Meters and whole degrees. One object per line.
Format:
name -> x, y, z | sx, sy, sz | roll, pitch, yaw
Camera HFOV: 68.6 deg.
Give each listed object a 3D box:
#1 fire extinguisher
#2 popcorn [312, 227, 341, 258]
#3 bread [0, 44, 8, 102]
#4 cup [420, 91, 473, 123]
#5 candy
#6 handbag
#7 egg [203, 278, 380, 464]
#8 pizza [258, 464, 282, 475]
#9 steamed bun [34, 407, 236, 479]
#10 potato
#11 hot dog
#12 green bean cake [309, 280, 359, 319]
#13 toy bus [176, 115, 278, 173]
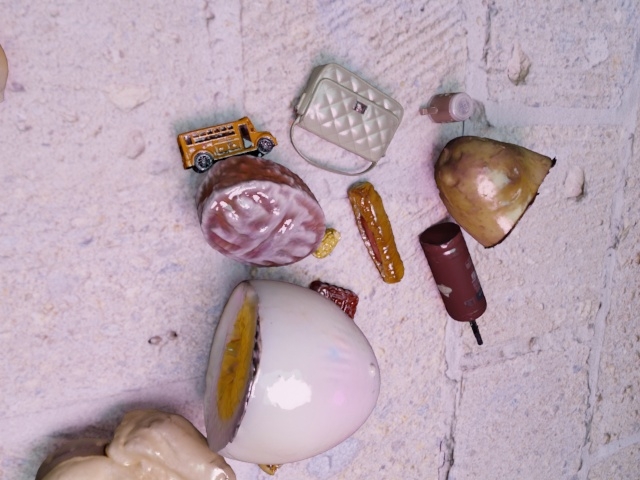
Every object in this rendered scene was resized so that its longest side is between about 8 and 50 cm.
fire extinguisher -> 0.379, 0.123, 1.287 | 0.114, 0.135, 0.337 | -20, 114, 17
popcorn -> 0.000, 0.000, 1.114 | 0.084, 0.084, 0.084 | -6, 103, -25
bread -> -0.689, -0.241, 0.659 | 0.424, 0.329, 0.245 | -32, 72, -16
cup -> 0.314, -0.337, 1.173 | 0.102, 0.099, 0.074 | 13, 94, -28
candy -> -0.121, -0.055, 0.966 | 0.214, 0.157, 0.289 | -40, 139, 19
handbag -> 0.056, -0.260, 1.080 | 0.256, 0.079, 0.219 | 21, 95, -27
egg -> -0.038, 0.276, 0.980 | 0.340, 0.354, 0.354 | 15, 94, -23
pizza -> -0.108, 0.499, 1.176 | 0.134, 0.046, 0.175 | -19, 108, -21
steamed bun -> -0.356, 0.510, 0.950 | 0.372, 0.230, 0.324 | -25, 86, -9
potato -> 0.403, -0.157, 1.190 | 0.237, 0.289, 0.301 | 34, 74, 5
hot dog -> 0.149, -0.014, 1.182 | 0.083, 0.068, 0.289 | -34, 113, -24
green bean cake -> 0.021, 0.178, 1.165 | 0.136, 0.056, 0.135 | 19, 94, -28
toy bus -> -0.190, -0.200, 0.965 | 0.194, 0.083, 0.088 | -19, 99, -20
